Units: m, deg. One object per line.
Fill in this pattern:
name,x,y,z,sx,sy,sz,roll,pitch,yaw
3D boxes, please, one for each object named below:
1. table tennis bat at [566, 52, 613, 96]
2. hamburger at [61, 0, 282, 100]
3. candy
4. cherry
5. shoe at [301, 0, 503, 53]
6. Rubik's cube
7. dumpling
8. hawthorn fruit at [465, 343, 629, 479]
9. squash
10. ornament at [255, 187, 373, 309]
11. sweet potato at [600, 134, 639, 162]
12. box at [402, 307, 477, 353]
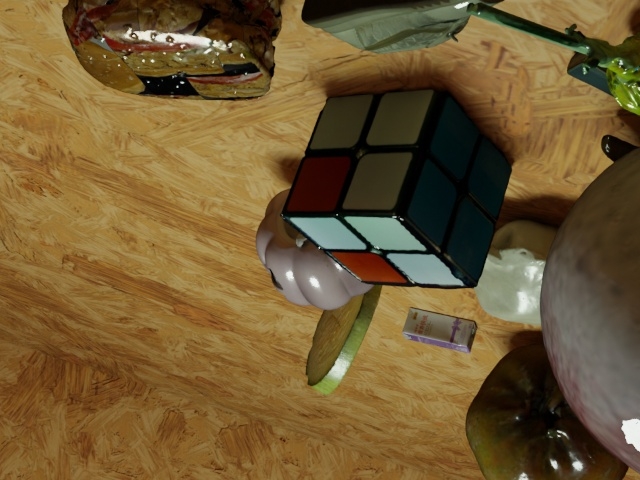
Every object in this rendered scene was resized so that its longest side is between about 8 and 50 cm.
table tennis bat,0.374,-0.112,1.139,0.301,0.022,0.173,24,160,-15
hamburger,-0.150,-0.215,1.167,0.231,0.107,0.231,3,168,1
candy,0.225,-0.163,0.978,0.262,0.077,0.073,10,172,-36
cherry,0.360,0.061,1.106,0.291,0.326,0.335,17,-161,6
shoe,0.100,-0.219,1.009,0.098,0.103,0.275,32,162,-34
Rubik's cube,0.092,-0.056,1.329,0.180,0.167,0.183,2,152,39
dumpling,0.261,0.041,1.485,0.162,0.132,0.250,13,176,-9
hawthorn fruit,0.383,0.314,1.883,0.267,0.268,0.301,11,168,20
squash,0.041,0.136,1.791,0.041,0.219,0.219,24,159,-11
ornament,0.000,0.000,1.547,0.177,0.178,0.177,17,160,7
sweet potato,0.376,-0.048,1.246,0.249,0.059,0.069,29,156,-26
box,0.199,0.151,1.925,0.117,0.051,0.036,10,156,19
